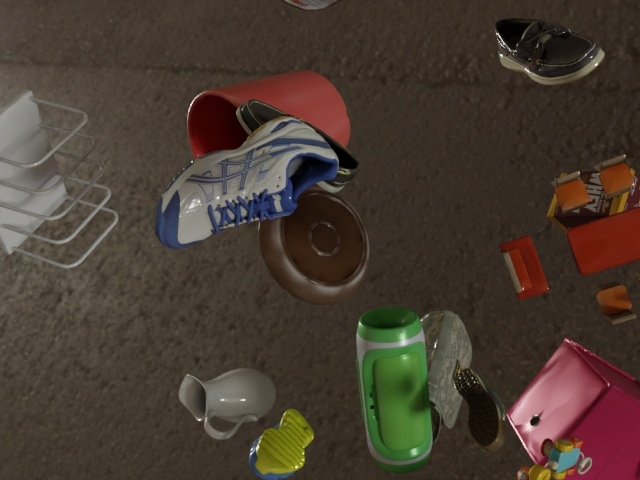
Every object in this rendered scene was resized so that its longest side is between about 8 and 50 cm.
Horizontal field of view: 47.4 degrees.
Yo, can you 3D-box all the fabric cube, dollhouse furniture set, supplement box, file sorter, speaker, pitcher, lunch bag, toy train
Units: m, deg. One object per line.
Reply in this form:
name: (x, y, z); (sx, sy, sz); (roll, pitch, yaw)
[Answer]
fabric cube: (0.655, 0.439, 1.760); (0.258, 0.259, 0.254); (-56, 14, 13)
dollhouse furniture set: (0.439, 0.015, 1.210); (0.259, 0.135, 0.262); (-20, 85, 13)
supplement box: (0.710, -0.072, 1.806); (0.194, 0.191, 0.129); (1, 64, 54)
file sorter: (-0.533, -0.113, 1.424); (0.173, 0.277, 0.193); (16, 48, 17)
speaker: (0.140, 0.281, 1.373); (0.131, 0.131, 0.296); (12, 115, 47)
pitcher: (-0.198, 0.380, 1.682); (0.177, 0.207, 0.125); (54, 126, 38)
lunch bag: (0.241, 0.322, 1.664); (0.287, 0.169, 0.235); (109, -175, -53)
toy train: (0.331, 0.361, 1.084); (0.166, 0.125, 0.046); (-43, 40, -18)

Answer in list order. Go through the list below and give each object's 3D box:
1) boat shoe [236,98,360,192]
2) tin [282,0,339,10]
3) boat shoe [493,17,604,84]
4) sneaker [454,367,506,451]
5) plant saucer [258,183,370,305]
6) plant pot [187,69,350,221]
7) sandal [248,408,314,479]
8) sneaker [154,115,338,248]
boat shoe: (-0.034, -0.173, 1.239); (0.069, 0.228, 0.081); (-39, 23, 46)
tin: (0.006, -0.432, 1.201); (0.190, 0.106, 0.040); (-11, 70, 51)
boat shoe: (0.415, -0.368, 1.381); (0.103, 0.092, 0.285); (-42, 28, 2)
sneaker: (0.301, 0.308, 1.289); (0.064, 0.086, 0.192); (-44, 23, 16)
plant saucer: (0.000, 0.000, 1.746); (0.050, 0.311, 0.310); (-32, 40, 54)
plant pot: (-0.090, -0.211, 1.464); (0.243, 0.274, 0.275); (-33, 29, -33)
sandal: (-0.111, 0.528, 1.805); (0.138, 0.317, 0.126); (-43, 81, 9)
sneaker: (-0.105, -0.076, 1.077); (0.296, 0.112, 0.131); (-39, 53, -18)
